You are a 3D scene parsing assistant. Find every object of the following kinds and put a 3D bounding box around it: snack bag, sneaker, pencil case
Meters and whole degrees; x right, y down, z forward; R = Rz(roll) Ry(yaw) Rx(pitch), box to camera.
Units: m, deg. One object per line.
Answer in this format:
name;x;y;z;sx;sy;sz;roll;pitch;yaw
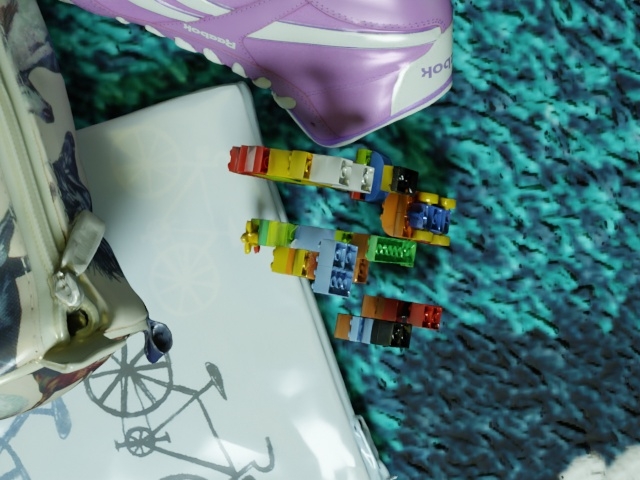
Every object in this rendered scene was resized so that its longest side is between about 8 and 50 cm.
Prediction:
snack bag;-0.157;0.080;1.269;0.342;0.037;0.323;-19;99;1
sneaker;-0.052;-0.127;1.185;0.282;0.102;0.161;6;127;28
pencil case;-0.226;-0.097;1.139;0.183;0.160;0.410;-21;87;42

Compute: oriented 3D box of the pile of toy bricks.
pile of toy bricks;0.000;0.000;1.192;0.105;0.212;0.118;8;88;26
